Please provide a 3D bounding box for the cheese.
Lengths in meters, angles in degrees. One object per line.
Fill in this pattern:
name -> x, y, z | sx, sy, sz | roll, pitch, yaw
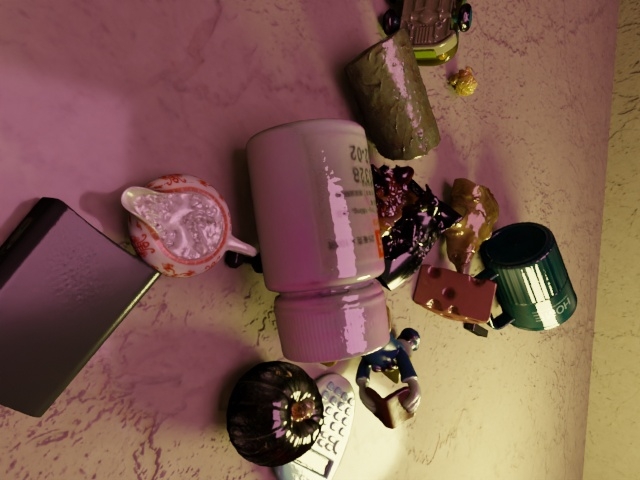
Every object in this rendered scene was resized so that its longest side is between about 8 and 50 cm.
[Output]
cheese -> 0.396, 0.153, 1.235 | 0.203, 0.177, 0.128 | 29, 73, -41

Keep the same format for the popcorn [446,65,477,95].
popcorn -> 0.406, -0.457, 1.283 | 0.084, 0.084, 0.084 | -4, 95, -43

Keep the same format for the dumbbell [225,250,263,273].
dumbbell -> -0.134, 0.036, 0.820 | 0.083, 0.036, 0.040 | 16, 83, -43

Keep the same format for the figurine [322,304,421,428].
figurine -> 0.167, 0.272, 1.025 | 0.338, 0.205, 0.283 | 9, 60, -57

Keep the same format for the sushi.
sushi -> 0.128, -0.062, 0.971 | 0.227, 0.215, 0.212 | -44, 118, -9

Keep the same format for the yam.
yam -> 0.162, -0.318, 0.996 | 0.161, 0.161, 0.267 | -46, 121, -31

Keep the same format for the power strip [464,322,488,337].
power strip -> 0.511, 0.291, 1.451 | 0.111, 0.038, 0.029 | 30, 71, -41

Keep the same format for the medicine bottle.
medicine bottle -> 0.000, 0.000, 0.787 | 0.219, 0.219, 0.387 | -8, 88, -43

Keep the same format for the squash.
squash -> -0.080, 0.317, 0.815 | 0.193, 0.156, 0.193 | 6, 90, -68

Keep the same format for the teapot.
teapot -> -0.207, -0.019, 0.699 | 0.246, 0.116, 0.159 | 17, 69, -40

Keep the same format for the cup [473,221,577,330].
cup -> 0.658, 0.123, 1.479 | 0.292, 0.308, 0.242 | 58, 24, -29

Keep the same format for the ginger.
ginger -> 0.430, -0.036, 1.300 | 0.219, 0.123, 0.269 | 20, 89, -39

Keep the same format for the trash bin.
trash bin -> -0.353, 0.083, 0.571 | 0.165, 0.115, 0.225 | 47, 66, -36

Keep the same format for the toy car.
toy car -> 0.279, -0.548, 1.098 | 0.198, 0.204, 0.247 | 14, 84, -67

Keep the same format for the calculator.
calculator -> -0.012, 0.437, 0.962 | 0.188, 0.042, 0.302 | 48, 61, -36
